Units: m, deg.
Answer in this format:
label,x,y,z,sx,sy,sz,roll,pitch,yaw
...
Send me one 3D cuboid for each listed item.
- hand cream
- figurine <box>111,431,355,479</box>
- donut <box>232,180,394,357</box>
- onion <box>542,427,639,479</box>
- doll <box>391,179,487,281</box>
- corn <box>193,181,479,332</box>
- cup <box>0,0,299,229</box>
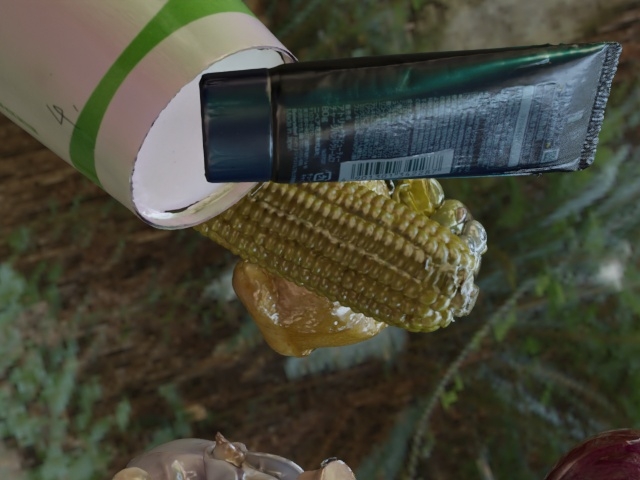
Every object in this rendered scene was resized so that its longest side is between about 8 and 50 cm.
label,x,y,z,sx,sy,sz,roll,pitch,yaw
hand cream,0.057,-0.078,0.997,0.120,0.271,0.061,93,-7,-48
figurine,-0.085,0.237,1.326,0.200,0.133,0.276,38,-28,-27
donut,0.000,0.000,1.929,0.317,0.150,0.299,-36,123,-66
onion,0.250,0.338,1.277,0.347,0.286,0.347,-17,90,-73
doll,0.131,-0.006,1.748,0.188,0.096,0.145,53,35,-40
corn,-0.016,-0.017,1.472,0.363,0.120,0.120,26,-29,9
cup,-0.167,-0.164,1.313,0.274,0.253,0.253,41,-30,28
